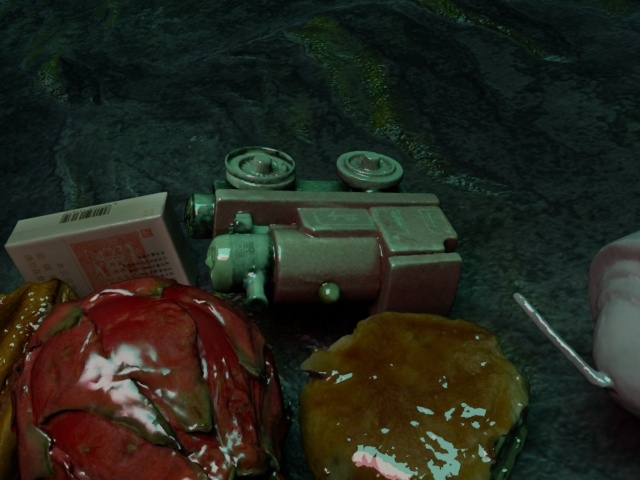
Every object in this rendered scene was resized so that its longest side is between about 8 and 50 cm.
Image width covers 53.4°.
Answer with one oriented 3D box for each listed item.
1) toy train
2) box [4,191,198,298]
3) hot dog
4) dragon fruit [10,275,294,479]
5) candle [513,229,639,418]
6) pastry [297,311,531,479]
[{"bbox_3d":[0.000,0.000,0.728,0.304,0.150,0.221,-1,36,-13],"label":"toy train"},{"bbox_3d":[-0.274,0.024,0.817,0.201,0.141,0.058,-10,36,2],"label":"box"},{"bbox_3d":[-0.360,0.190,0.679,0.158,0.117,0.349,-10,44,10],"label":"hot dog"},{"bbox_3d":[-0.139,0.159,0.563,0.298,0.244,0.244,31,58,32],"label":"dragon fruit"},{"bbox_3d":[0.374,0.064,0.544,0.342,0.221,0.221,-24,42,-6],"label":"candle"},{"bbox_3d":[0.088,0.169,0.588,0.218,0.100,0.229,-7,41,4],"label":"pastry"}]
